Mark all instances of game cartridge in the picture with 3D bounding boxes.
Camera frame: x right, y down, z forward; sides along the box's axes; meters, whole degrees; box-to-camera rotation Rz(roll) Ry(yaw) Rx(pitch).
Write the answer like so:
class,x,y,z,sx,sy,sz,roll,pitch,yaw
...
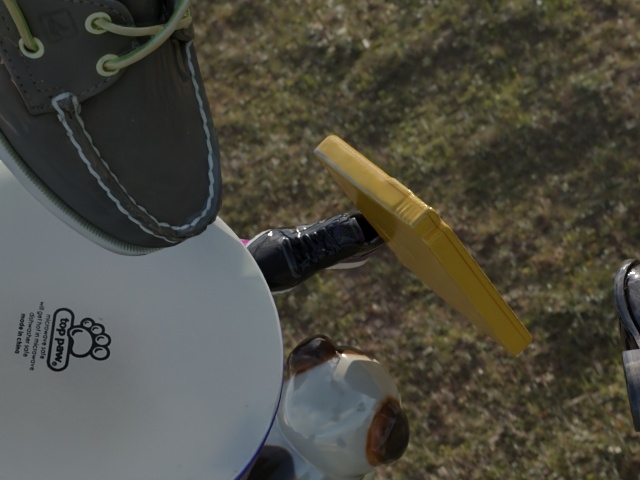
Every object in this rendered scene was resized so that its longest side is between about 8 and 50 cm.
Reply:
class,x,y,z,sx,sy,sz,roll,pitch,yaw
game cartridge,0.145,0.001,1.602,0.053,0.285,0.324,-44,35,-4

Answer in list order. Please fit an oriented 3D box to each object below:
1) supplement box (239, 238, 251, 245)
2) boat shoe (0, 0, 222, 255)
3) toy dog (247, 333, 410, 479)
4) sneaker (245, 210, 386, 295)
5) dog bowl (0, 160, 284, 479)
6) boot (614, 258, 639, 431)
class,x,y,z,sx,sy,sz,roll,pitch,yaw
supplement box,-0.211,0.056,1.797,0.111,0.220,0.114,6,96,43
boat shoe,-0.113,-0.121,0.499,0.091,0.305,0.109,3,35,42
toy dog,-0.052,0.332,1.715,0.408,0.395,0.284,-47,62,6
sneaker,0.000,0.000,1.777,0.283,0.107,0.124,-19,-10,-39
dog bowl,-0.159,0.081,0.686,0.265,0.265,0.104,-64,1,-36
boot,0.424,0.102,1.136,0.229,0.091,0.263,-9,35,16
